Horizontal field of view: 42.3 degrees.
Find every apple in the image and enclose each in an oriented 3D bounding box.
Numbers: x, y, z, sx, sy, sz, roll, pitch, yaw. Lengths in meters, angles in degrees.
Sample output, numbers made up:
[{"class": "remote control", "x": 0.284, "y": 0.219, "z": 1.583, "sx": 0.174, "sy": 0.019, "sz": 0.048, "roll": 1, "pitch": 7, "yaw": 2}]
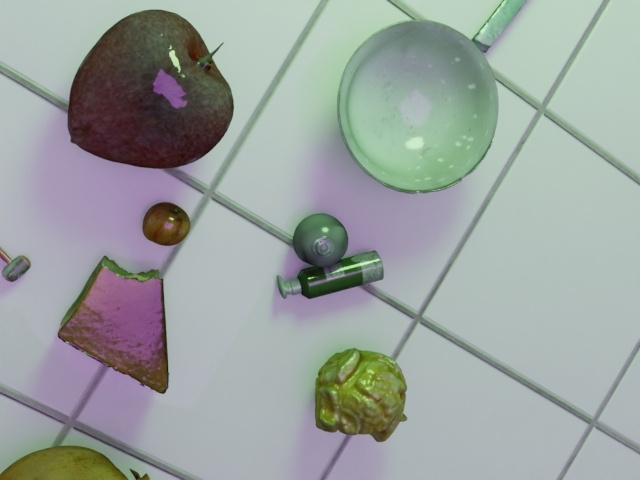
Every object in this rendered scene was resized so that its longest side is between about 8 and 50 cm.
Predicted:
[{"class": "apple", "x": -0.281, "y": -0.028, "z": 1.501, "sx": 0.084, "sy": 0.084, "sz": 0.071, "roll": 24, "pitch": 117, "yaw": -17}]

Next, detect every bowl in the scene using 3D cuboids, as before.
[{"class": "bowl", "x": 0.161, "y": -0.247, "z": 1.553, "sx": 0.313, "sy": 0.146, "sz": 0.313, "roll": -2, "pitch": 97, "yaw": -16}]

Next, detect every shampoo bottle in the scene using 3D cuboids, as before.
[{"class": "shampoo bottle", "x": 0.018, "y": 0.071, "z": 1.606, "sx": 0.204, "sy": 0.065, "sz": 0.065, "roll": -14, "pitch": 101, "yaw": -13}]

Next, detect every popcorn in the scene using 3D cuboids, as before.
[{"class": "popcorn", "x": 0.079, "y": 0.296, "z": 1.586, "sx": 0.185, "sy": 0.187, "sz": 0.167, "roll": 12, "pitch": 77, "yaw": 10}]

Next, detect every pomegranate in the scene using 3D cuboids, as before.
[{"class": "pomegranate", "x": -0.434, "y": 0.503, "z": 1.430, "sx": 0.319, "sy": 0.319, "sz": 0.319, "roll": -2, "pitch": 98, "yaw": -15}]

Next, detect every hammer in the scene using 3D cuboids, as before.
[{"class": "hammer", "x": -0.555, "y": 0.031, "z": 1.462, "sx": 0.052, "sy": 0.031, "sz": 0.083, "roll": -43, "pitch": 96, "yaw": -9}]

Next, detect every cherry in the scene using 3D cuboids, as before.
[{"class": "cherry", "x": -0.285, "y": -0.242, "z": 1.399, "sx": 0.307, "sy": 0.221, "sz": 0.261, "roll": -30, "pitch": 97, "yaw": 4}]

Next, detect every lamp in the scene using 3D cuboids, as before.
[{"class": "lamp", "x": 0.000, "y": 0.000, "z": 1.568, "sx": 0.105, "sy": 0.105, "sz": 0.105, "roll": -2, "pitch": 98, "yaw": -15}]

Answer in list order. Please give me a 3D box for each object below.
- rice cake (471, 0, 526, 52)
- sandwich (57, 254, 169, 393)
[{"class": "rice cake", "x": 0.375, "y": -0.464, "z": 1.639, "sx": 0.043, "sy": 0.034, "sz": 0.211, "roll": 38, "pitch": 88, "yaw": -8}, {"class": "sandwich", "x": -0.331, "y": 0.143, "z": 1.494, "sx": 0.220, "sy": 0.108, "sz": 0.186, "roll": 34, "pitch": 89, "yaw": -15}]
